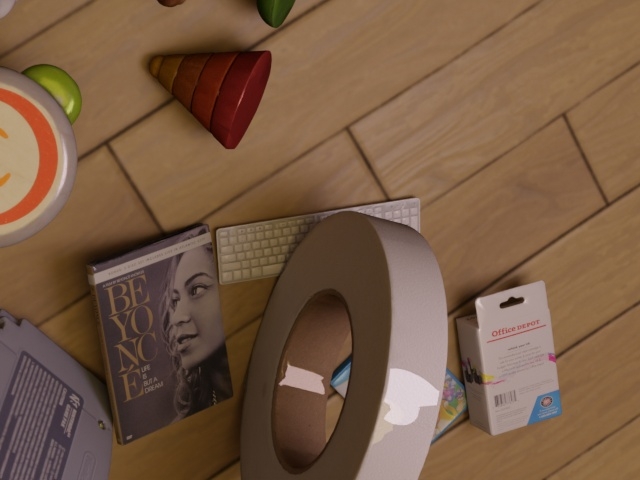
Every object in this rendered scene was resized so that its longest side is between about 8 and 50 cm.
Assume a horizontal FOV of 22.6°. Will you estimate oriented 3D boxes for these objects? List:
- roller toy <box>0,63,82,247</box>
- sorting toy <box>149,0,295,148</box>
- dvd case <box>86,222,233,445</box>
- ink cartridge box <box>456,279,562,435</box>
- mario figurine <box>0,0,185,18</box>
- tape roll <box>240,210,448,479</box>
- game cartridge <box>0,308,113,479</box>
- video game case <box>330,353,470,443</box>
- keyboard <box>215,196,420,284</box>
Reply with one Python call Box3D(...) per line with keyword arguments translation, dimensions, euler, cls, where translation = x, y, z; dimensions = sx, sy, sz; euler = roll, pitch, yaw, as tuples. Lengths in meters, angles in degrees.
Box3D(translation=(-0.359, -0.091, 1.689), dimensions=(0.209, 0.146, 0.191), euler=(-1, 97, -13), cls="roller toy")
Box3D(translation=(-0.090, -0.291, 1.767), dimensions=(0.126, 0.127, 0.365), euler=(21, 96, 7), cls="sorting toy")
Box3D(translation=(-0.181, 0.107, 1.845), dimensions=(0.164, 0.018, 0.221), euler=(-21, 112, -37), cls="dvd case")
Box3D(translation=(0.234, 0.140, 2.000), dimensions=(0.104, 0.061, 0.181), euler=(-14, 106, -20), cls="ink cartridge box")
Box3D(translation=(-0.268, -0.327, 1.634), dimensions=(0.321, 0.170, 0.198), euler=(7, 69, -28), cls="mario figurine")
Box3D(translation=(0.017, 0.160, 1.761), dimensions=(0.072, 0.392, 0.392), euler=(14, 100, -21), cls="tape roll")
Box3D(translation=(-0.317, 0.229, 1.733), dimensions=(0.196, 0.294, 0.060), euler=(40, 121, -22), cls="game cartridge")
Box3D(translation=(0.103, 0.187, 2.000), dimensions=(0.119, 0.015, 0.166), euler=(-45, 114, -2), cls="video game case")
Box3D(translation=(0.000, 0.000, 1.911), dimensions=(0.256, 0.014, 0.072), euler=(-9, 108, -16), cls="keyboard")
